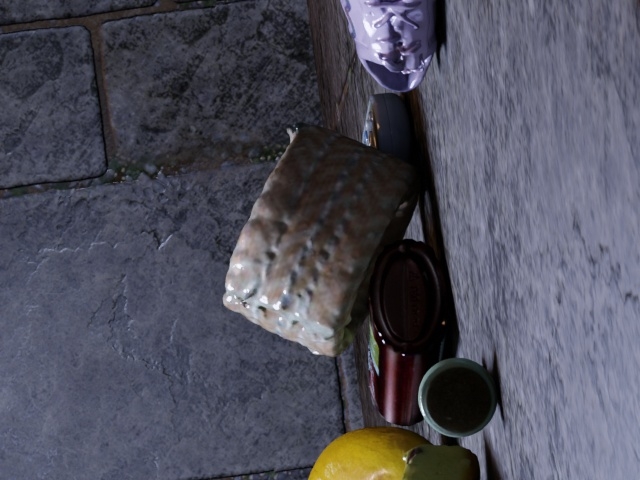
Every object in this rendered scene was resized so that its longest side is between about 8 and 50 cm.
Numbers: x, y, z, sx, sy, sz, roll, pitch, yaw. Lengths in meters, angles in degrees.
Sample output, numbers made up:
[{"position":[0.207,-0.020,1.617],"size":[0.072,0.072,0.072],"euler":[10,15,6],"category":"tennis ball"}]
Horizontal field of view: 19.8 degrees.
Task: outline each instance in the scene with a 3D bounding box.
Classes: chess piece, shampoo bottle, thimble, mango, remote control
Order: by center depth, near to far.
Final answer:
[{"position":[0.119,0.131,1.577],"size":[0.103,0.067,0.067],"euler":[-12,-85,-84],"category":"chess piece"},{"position":[0.002,-0.001,1.911],"size":[0.196,0.148,0.229],"euler":[87,-152,-66],"category":"thimble"},{"position":[0.089,0.114,1.939],"size":[0.323,0.084,0.129],"euler":[88,179,-69],"category":"shampoo bottle"},{"position":[0.075,0.290,1.973],"size":[0.317,0.119,0.176],"euler":[0,81,65],"category":"mango"},{"position":[0.074,-0.103,2.067],"size":[0.244,0.047,0.087],"euler":[98,161,-79],"category":"remote control"}]

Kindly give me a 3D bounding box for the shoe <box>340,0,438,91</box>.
[{"position":[0.061,-0.209,1.571],"size":[0.245,0.095,0.138],"euler":[68,-169,-85],"category":"shoe"}]

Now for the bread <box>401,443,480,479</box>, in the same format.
[{"position":[0.079,0.361,1.713],"size":[0.138,0.077,0.361],"euler":[-62,-17,-61],"category":"bread"}]
